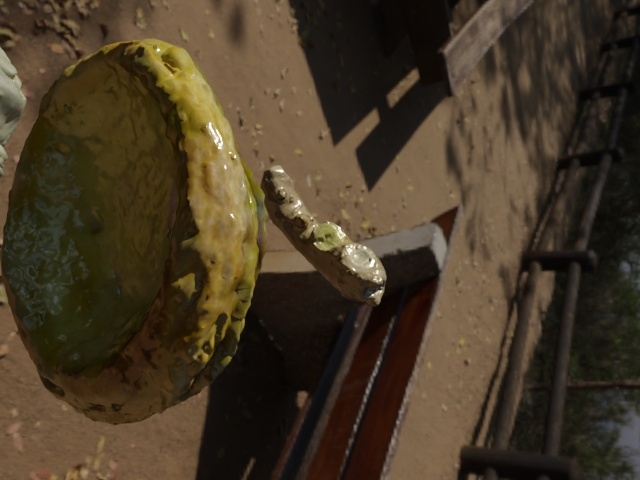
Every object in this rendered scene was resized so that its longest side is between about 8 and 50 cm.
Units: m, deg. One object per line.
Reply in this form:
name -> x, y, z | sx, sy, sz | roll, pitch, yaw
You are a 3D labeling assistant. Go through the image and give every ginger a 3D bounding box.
ginger -> -0.001, 0.001, 0.691 | 0.051, 0.173, 0.069 | -43, 162, -19

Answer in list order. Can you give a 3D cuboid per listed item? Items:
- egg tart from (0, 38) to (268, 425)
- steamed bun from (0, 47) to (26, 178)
egg tart -> -0.136, -0.007, 0.546 | 0.123, 0.294, 0.294 | 9, 78, -50
steamed bun -> -0.372, -0.141, 0.693 | 0.218, 0.144, 0.211 | -116, -175, -58
